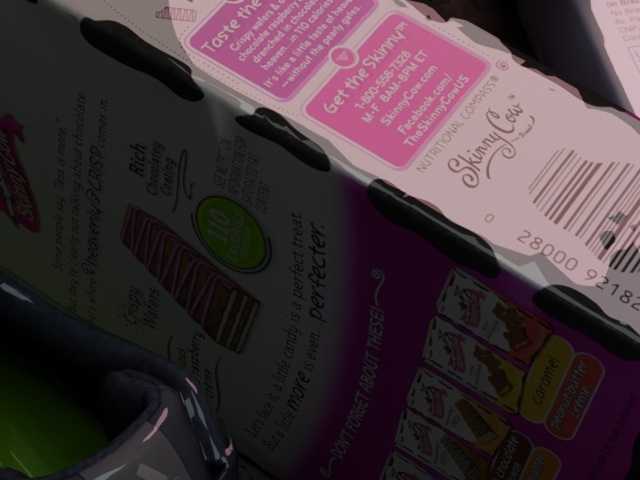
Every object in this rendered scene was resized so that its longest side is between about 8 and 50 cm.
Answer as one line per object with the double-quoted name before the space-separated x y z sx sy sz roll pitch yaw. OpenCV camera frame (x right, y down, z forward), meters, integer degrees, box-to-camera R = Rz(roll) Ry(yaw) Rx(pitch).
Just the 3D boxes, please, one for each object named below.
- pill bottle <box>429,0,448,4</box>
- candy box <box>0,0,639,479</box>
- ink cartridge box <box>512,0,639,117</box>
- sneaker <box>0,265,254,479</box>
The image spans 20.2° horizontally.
"pill bottle" 0.001 -0.128 0.614 0.187 0.112 0.112 -13 56 4
"candy box" 0.000 0.000 0.522 0.233 0.159 0.071 31 55 13
"ink cartridge box" 0.181 -0.065 0.652 0.186 0.065 0.311 -11 59 -12
"sneaker" -0.040 0.105 0.464 0.300 0.121 0.111 36 58 16
